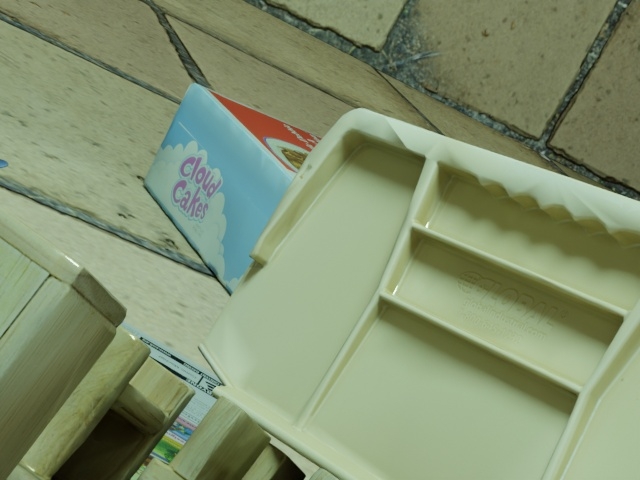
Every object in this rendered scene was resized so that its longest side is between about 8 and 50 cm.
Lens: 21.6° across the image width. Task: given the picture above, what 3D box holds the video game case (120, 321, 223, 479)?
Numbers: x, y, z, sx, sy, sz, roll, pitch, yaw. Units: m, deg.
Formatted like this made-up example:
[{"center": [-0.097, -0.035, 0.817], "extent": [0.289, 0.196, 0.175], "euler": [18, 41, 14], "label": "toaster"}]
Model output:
[{"center": [-0.136, 0.054, 0.753], "extent": [0.212, 0.023, 0.193], "euler": [30, 12, 0], "label": "video game case"}]

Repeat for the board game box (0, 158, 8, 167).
[{"center": [-0.232, -0.029, 0.782], "extent": [0.169, 0.033, 0.133], "euler": [6, 6, -4], "label": "board game box"}]

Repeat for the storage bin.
[{"center": [0.128, 0.087, 0.609], "extent": [0.262, 0.123, 0.260], "euler": [34, -5, -37], "label": "storage bin"}]

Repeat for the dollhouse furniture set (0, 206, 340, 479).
[{"center": [-0.122, 0.080, 0.515], "extent": [0.212, 0.161, 0.242], "euler": [34, -9, 18], "label": "dollhouse furniture set"}]

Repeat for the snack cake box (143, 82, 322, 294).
[{"center": [0.000, 0.000, 1.131], "extent": [0.152, 0.089, 0.264], "euler": [20, 15, -32], "label": "snack cake box"}]
